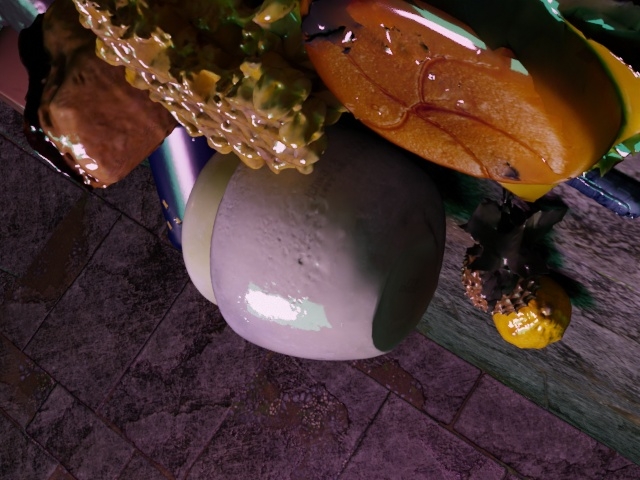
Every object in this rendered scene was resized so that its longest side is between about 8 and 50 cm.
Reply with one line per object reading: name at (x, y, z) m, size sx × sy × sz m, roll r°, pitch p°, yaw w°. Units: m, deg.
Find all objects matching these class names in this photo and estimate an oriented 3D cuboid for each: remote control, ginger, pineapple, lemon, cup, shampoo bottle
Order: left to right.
ginger at (-0.266, -0.225, 0.992) m, size 0.200 × 0.223 × 0.269 m, roll 30°, pitch -142°, yaw -61°
cup at (-0.215, -0.146, 1.235) m, size 0.255 × 0.178 × 0.256 m, roll 39°, pitch 147°, yaw 45°
shampoo bottle at (0.000, 0.000, 0.996) m, size 0.317 × 0.322 × 0.322 m, roll 14°, pitch 163°, yaw 32°
pineapple at (0.238, 0.019, 0.924) m, size 0.119 × 0.130 × 0.277 m, roll 62°, pitch -176°, yaw 18°
lemon at (0.316, 0.106, 1.096) m, size 0.114 × 0.114 × 0.155 m, roll 33°, pitch 176°, yaw 8°
remote control at (0.236, -0.068, 0.691) m, size 0.152 × 0.027 × 0.043 m, roll 34°, pitch 177°, yaw 15°

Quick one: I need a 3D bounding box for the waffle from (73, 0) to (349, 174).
waffle at (-0.105, -0.204, 0.789) m, size 0.324 × 0.151 × 0.261 m, roll 34°, pitch 170°, yaw 18°

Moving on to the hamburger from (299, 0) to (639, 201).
hamburger at (0.094, -0.132, 0.431) m, size 0.262 × 0.138 × 0.243 m, roll 30°, pitch 170°, yaw -2°

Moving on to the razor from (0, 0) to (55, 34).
razor at (-0.431, -0.355, 1.316) m, size 0.189 × 0.107 × 0.327 m, roll 3°, pitch 152°, yaw 42°

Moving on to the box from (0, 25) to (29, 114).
box at (-0.547, -0.343, 1.543) m, size 0.301 × 0.216 × 0.301 m, roll 33°, pitch 170°, yaw 6°
